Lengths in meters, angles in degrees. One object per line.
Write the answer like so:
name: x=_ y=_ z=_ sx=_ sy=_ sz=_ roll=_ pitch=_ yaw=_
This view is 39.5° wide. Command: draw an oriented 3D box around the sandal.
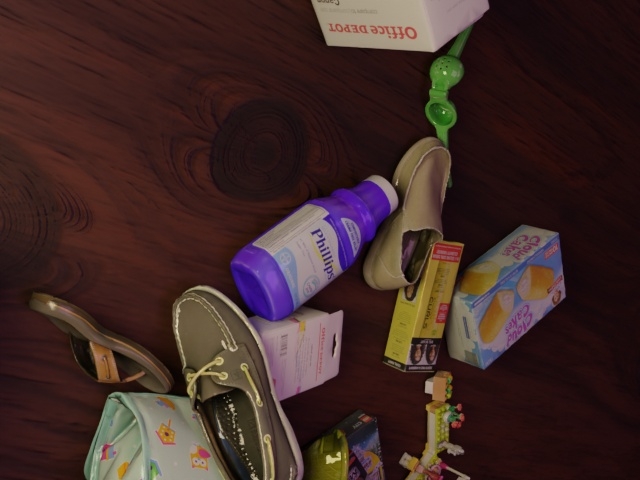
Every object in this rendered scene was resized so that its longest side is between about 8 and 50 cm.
sandal: x=-0.277 y=0.139 z=1.104 sx=0.219 sy=0.090 sz=0.060 roll=44 pitch=61 yaw=-38

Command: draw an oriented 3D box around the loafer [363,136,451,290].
loafer: x=0.161 y=-0.037 z=1.456 sx=0.102 sy=0.092 sz=0.269 roll=21 pitch=88 yaw=-45

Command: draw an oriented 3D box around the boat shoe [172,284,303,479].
boat shoe: x=-0.120 y=0.199 z=1.168 sx=0.305 sy=0.109 sz=0.091 roll=64 pitch=20 yaw=9

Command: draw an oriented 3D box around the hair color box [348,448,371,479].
hair color box: x=0.045 y=0.402 z=1.447 sx=0.072 sy=0.043 sz=0.141 roll=-47 pitch=129 yaw=-24

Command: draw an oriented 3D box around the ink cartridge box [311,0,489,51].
ink cartridge box: x=0.070 y=-0.415 z=1.171 sx=0.131 sy=0.226 sz=0.306 roll=-40 pitch=125 yaw=-27

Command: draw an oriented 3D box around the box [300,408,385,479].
box: x=0.007 y=0.406 z=1.476 sx=0.233 sy=0.044 sz=0.159 roll=-27 pitch=118 yaw=-35

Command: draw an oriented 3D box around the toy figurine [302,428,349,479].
toy figurine: x=-0.088 y=0.451 z=1.298 sx=0.217 sy=0.191 sz=0.363 roll=8 pitch=112 yaw=-2

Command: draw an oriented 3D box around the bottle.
bottle: x=0.000 y=0.000 z=1.318 sx=0.283 sy=0.092 sz=0.118 roll=-36 pitch=123 yaw=-30

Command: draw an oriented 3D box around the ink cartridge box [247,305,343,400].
ink cartridge box: x=-0.050 y=0.165 z=1.325 sx=0.198 sy=0.067 sz=0.115 roll=-10 pitch=109 yaw=-51

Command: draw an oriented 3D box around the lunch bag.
lunch bag: x=-0.190 y=0.334 z=1.193 sx=0.223 sy=0.160 sz=0.262 roll=16 pitch=57 yaw=-43

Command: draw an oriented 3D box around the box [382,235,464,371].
box: x=0.178 y=0.108 z=1.537 sx=0.087 sy=0.058 sz=0.232 roll=9 pitch=96 yaw=-43

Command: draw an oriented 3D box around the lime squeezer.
lime squeezer: x=0.210 y=-0.241 z=1.483 sx=0.110 sy=0.058 sz=0.310 roll=-25 pitch=123 yaw=-73

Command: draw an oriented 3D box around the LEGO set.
LEGO set: x=0.220 y=0.390 z=1.624 sx=0.132 sy=0.107 sz=0.287 roll=31 pitch=81 yaw=-43

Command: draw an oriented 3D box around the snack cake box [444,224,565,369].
snack cake box: x=0.343 y=0.101 z=1.667 sx=0.264 sy=0.089 sz=0.152 roll=-34 pitch=122 yaw=-31
